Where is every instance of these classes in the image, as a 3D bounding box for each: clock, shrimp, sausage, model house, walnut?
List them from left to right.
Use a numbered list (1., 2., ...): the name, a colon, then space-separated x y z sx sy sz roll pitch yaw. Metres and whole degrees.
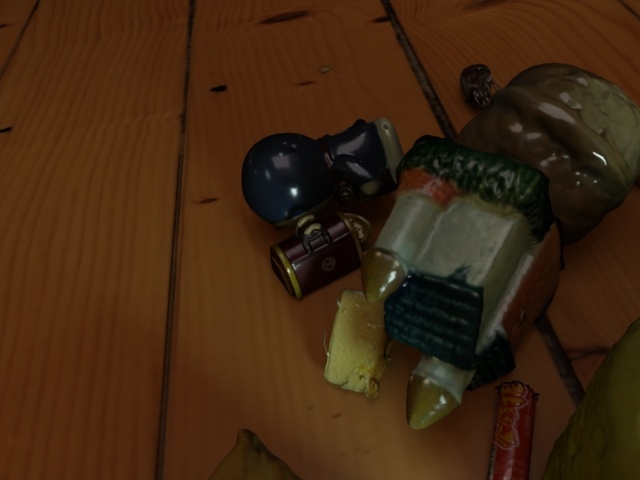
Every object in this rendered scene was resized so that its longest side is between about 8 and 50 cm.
1. clock: -0.003 -0.106 0.879 0.243 0.146 0.199 -16 14 -7
2. model house: 0.143 0.067 0.644 0.184 0.253 0.291 16 64 32
3. shrimp: 0.297 -0.276 1.043 0.065 0.056 0.165 -5 49 -3
4. sausage: 0.202 0.224 0.603 0.050 0.048 0.145 6 51 23
5. walnut: 0.313 -0.115 0.777 0.248 0.248 0.248 -5 47 6

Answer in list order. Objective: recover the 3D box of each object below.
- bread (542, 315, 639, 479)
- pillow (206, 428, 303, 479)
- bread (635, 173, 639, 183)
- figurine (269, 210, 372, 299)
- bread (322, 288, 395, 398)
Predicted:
1. bread: 0.357 0.203 0.411 0.348 0.308 0.348 -6 47 6
2. pillow: -0.056 0.354 0.476 0.312 0.119 0.310 28 54 29
3. bread: 0.545 -0.116 0.832 0.211 0.083 0.114 28 54 29
4. figurine: 0.001 0.000 0.812 0.154 0.098 0.082 -29 45 -13
5. bread: 0.045 0.125 0.698 0.084 0.080 0.109 9 47 21
